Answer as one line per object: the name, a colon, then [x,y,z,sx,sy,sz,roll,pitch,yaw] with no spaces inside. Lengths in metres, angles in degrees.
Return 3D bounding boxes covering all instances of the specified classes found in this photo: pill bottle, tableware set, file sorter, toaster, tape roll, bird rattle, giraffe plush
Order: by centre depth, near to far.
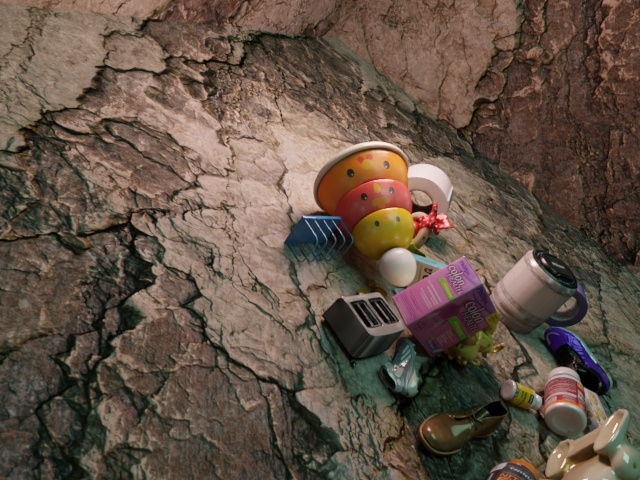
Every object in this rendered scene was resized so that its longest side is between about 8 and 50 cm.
pill bottle: [0.437,0.610,1.330,0.130,0.130,0.246,45,32,18]
toaster: [0.122,0.236,1.577,0.168,0.110,0.185,-3,47,-44]
pill bottle: [0.621,0.479,1.751,0.116,0.065,0.065,26,32,-14]
giraffe plush: [0.459,0.309,1.780,0.171,0.182,0.210,-24,97,-44]
tableware set: [0.161,0.178,1.783,0.104,0.024,0.154,26,33,-8]
file sorter: [0.000,0.000,1.788,0.170,0.118,0.104,-2,49,-45]
pill bottle: [0.777,0.506,1.807,0.121,0.121,0.221,37,31,4]
bird rattle: [0.345,-0.031,2.055,0.143,0.253,0.207,18,10,-26]
tape roll: [0.399,-0.167,2.274,0.246,0.246,0.169,35,30,1]
tape roll: [0.967,0.248,2.282,0.189,0.189,0.080,34,30,-1]

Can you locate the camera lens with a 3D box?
camera lens: [0.793,0.186,2.120,0.220,0.274,0.219,24,32,-16]

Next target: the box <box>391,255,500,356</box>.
box: [0.370,0.199,1.662,0.213,0.243,0.117,51,11,-44]

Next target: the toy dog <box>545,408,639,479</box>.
toy dog: [0.809,0.698,1.421,0.408,0.284,0.395,44,32,12]

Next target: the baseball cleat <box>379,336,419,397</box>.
baseball cleat: [0.213,0.335,1.564,0.110,0.072,0.205,18,30,-14]

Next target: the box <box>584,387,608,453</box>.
box: [0.895,0.619,1.816,0.067,0.063,0.324,26,32,-12]

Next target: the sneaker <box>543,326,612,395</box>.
sneaker: [0.922,0.438,2.059,0.146,0.102,0.293,-10,52,-49]

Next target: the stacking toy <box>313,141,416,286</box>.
stacking toy: [0.203,-0.057,1.872,0.351,0.350,0.479,8,46,-37]

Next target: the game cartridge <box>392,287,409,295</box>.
game cartridge: [0.281,0.182,1.896,0.083,0.017,0.056,2,40,-42]

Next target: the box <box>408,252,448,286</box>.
box: [0.357,0.118,1.880,0.244,0.100,0.060,20,19,34]

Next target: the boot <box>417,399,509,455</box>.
boot: [0.375,0.474,1.481,0.306,0.115,0.112,0,47,-41]

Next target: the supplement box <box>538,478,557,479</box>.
supplement box: [0.526,0.663,1.264,0.078,0.080,0.233,6,76,-54]
